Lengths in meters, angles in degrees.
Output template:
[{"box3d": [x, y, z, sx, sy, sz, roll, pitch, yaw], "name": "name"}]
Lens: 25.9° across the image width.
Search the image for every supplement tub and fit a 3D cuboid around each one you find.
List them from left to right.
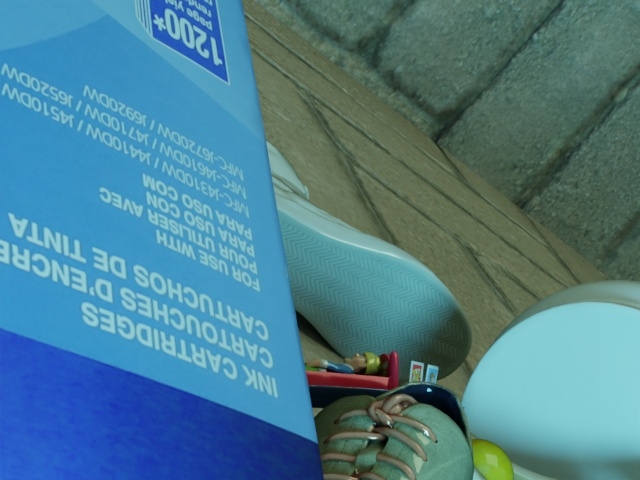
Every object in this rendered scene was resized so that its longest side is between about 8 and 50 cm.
[{"box3d": [0.250, 0.152, 1.110, 0.235, 0.235, 0.325, 46, 13, 20], "name": "supplement tub"}]

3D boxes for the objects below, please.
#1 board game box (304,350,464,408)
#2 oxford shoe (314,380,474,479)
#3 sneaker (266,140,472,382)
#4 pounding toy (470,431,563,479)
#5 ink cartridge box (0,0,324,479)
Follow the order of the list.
[{"box3d": [0.010, 0.086, 0.893, 0.133, 0.033, 0.168, -3, -13, 30], "name": "board game box"}, {"box3d": [0.002, 0.129, 0.627, 0.123, 0.130, 0.348, 17, 5, 9], "name": "oxford shoe"}, {"box3d": [0.000, 0.000, 1.182, 0.292, 0.108, 0.169, 34, 18, -26], "name": "sneaker"}, {"box3d": [0.162, 0.214, 0.827, 0.269, 0.154, 0.155, 37, 13, -15], "name": "pounding toy"}, {"box3d": [-0.149, -0.007, 0.447, 0.270, 0.151, 0.395, 24, 44, -40], "name": "ink cartridge box"}]
